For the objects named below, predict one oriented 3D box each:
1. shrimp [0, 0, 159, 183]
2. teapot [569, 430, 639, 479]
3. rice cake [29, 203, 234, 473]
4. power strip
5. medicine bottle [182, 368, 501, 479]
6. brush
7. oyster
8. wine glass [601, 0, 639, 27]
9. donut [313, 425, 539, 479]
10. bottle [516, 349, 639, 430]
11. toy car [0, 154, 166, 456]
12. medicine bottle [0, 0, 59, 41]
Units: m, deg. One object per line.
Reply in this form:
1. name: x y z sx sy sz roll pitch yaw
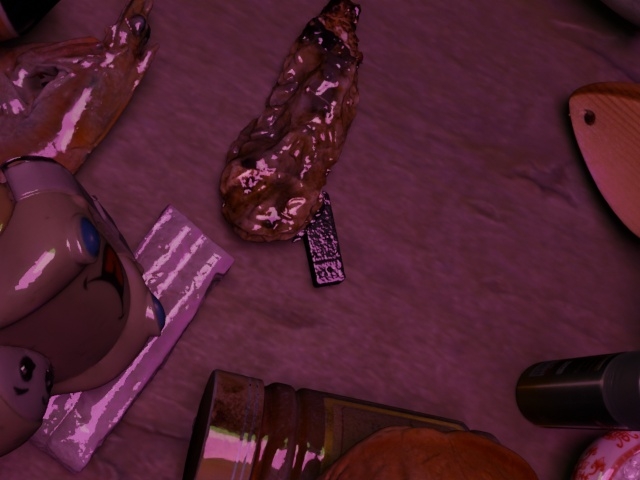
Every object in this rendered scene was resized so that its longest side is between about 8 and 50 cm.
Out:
1. shrimp: -0.301 -0.175 1.060 0.168 0.077 0.317 35 77 -2
2. teapot: 0.360 0.310 1.100 0.159 0.116 0.245 23 73 -20
3. rice cake: -0.212 0.104 1.039 0.106 0.050 0.298 37 74 -3
4. power strip: 0.000 0.000 1.116 0.038 0.029 0.111 -8 79 -13
5. medicine bottle: 0.024 0.244 1.014 0.322 0.151 0.151 14 77 -10
6. brush: 0.441 -0.115 1.180 0.166 0.174 0.266 -19 58 -35
7. oyster: -0.025 -0.156 1.116 0.129 0.078 0.345 16 72 14
8. wine glass: 0.360 -0.420 1.198 0.357 0.190 0.190 37 74 1
9. donut: 0.080 0.330 0.892 0.299 0.150 0.317 -1 112 -2
10. bottle: 0.304 0.163 1.021 0.082 0.286 0.082 2 79 -12
11. toy car: -0.319 0.112 0.876 0.336 0.242 0.226 -28 62 -4
12. medicine bottle: -0.491 -0.273 0.964 0.395 0.242 0.242 -22 85 -7
